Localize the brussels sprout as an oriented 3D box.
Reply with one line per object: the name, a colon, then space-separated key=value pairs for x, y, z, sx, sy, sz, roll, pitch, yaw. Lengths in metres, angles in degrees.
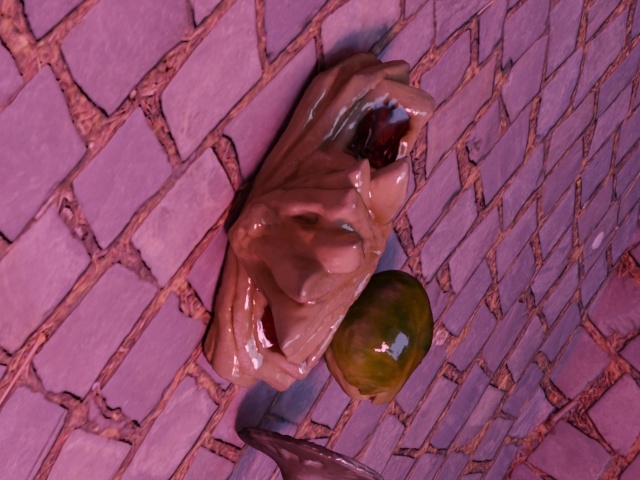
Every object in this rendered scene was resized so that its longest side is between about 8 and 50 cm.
brussels sprout: x=0.075 y=0.126 z=2.197 sx=0.161 sy=0.143 sz=0.181 roll=-118 pitch=-141 yaw=-75

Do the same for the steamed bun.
steamed bun: x=0.000 y=0.000 z=1.832 sx=0.247 sy=0.189 sz=0.428 roll=10 pitch=109 yaw=-59

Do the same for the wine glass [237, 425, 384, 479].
wine glass: x=-0.076 y=0.455 z=2.067 sx=0.267 sy=0.267 sz=0.406 roll=55 pitch=50 yaw=-66
